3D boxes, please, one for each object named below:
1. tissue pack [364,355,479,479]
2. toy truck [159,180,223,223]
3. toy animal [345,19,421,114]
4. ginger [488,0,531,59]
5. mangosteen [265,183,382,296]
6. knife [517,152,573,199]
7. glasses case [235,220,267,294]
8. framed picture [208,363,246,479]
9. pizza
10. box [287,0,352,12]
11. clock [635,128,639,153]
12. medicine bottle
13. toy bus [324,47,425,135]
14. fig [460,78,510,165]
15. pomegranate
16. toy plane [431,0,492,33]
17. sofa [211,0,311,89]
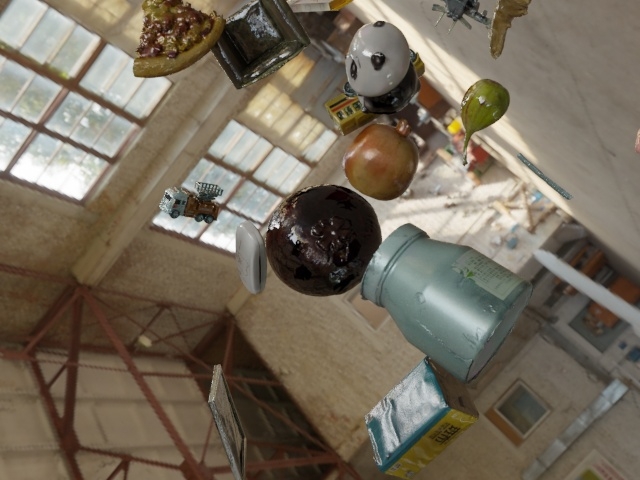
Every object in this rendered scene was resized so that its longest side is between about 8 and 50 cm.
[{"bbox_3d":[0.258,0.457,1.732,0.134,0.271,0.192,27,-154,-28],"label":"tissue pack"},{"bbox_3d":[-0.401,-0.124,2.092,0.178,0.115,0.080,6,-159,-38],"label":"toy truck"},{"bbox_3d":[0.149,-0.436,1.682,0.235,0.165,0.187,42,-138,-65],"label":"toy animal"},{"bbox_3d":[0.600,-0.713,2.156,0.131,0.086,0.294,46,153,27],"label":"ginger"},{"bbox_3d":[0.005,0.006,1.706,0.297,0.297,0.293,41,151,7],"label":"mangosteen"},{"bbox_3d":[0.520,-0.147,1.561,0.028,0.015,0.210,52,-176,-42],"label":"knife"},{"bbox_3d":[-0.146,0.039,1.416,0.074,0.049,0.193,47,151,31],"label":"glasses case"},{"bbox_3d":[-0.205,0.406,1.495,0.281,0.019,0.208,-134,25,-81],"label":"framed picture"},{"bbox_3d":[-0.397,-0.559,1.765,0.228,0.290,0.081,57,172,9],"label":"pizza"},{"bbox_3d":[-0.005,-0.807,2.265,0.247,0.129,0.033,13,132,38],"label":"box"},{"bbox_3d":[1.005,-0.327,1.827,0.227,0.241,0.142,19,-137,16],"label":"clock"},{"bbox_3d":[0.251,0.117,1.396,0.290,0.244,0.245,33,-174,24],"label":"medicine bottle"},{"bbox_3d":[0.183,-0.468,2.134,0.123,0.336,0.121,62,-177,19],"label":"toy bus"},{"bbox_3d":[0.297,-0.234,1.296,0.093,0.166,0.093,32,-173,-5],"label":"fig"},{"bbox_3d":[0.202,-0.261,2.115,0.229,0.270,0.252,34,-164,13],"label":"pomegranate"},{"bbox_3d":[0.326,-0.581,1.579,0.192,0.088,0.261,27,-127,-7],"label":"toy plane"},{"bbox_3d":[-0.182,-0.579,1.920,0.200,0.258,0.182,57,-166,-19],"label":"sofa"}]
